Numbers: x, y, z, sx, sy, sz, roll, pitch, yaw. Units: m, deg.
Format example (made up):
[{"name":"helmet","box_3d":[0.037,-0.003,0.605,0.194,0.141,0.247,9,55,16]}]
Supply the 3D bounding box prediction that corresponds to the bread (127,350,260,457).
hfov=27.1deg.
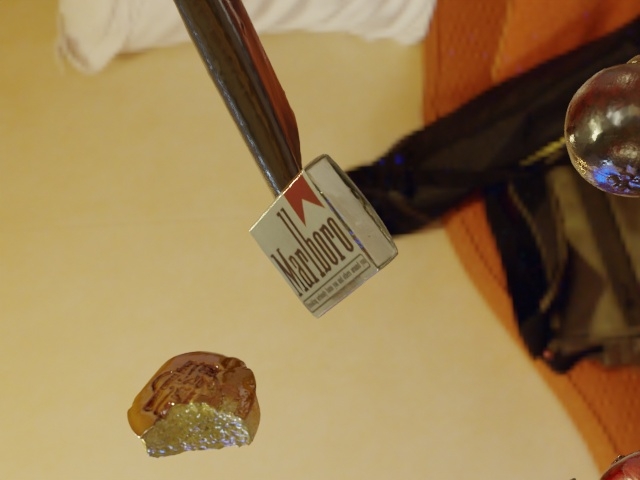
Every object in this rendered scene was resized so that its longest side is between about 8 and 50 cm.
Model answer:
[{"name":"bread","box_3d":[-0.150,0.194,1.594,0.125,0.156,0.086,-100,-2,-50]}]

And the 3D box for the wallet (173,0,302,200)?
[{"name":"wallet","box_3d":[-0.118,-0.254,1.720,0.228,0.062,0.406,-101,-11,-51]}]

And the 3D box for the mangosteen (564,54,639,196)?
[{"name":"mangosteen","box_3d":[0.324,-0.121,1.358,0.152,0.152,0.152,177,90,-85]}]

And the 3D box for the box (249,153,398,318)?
[{"name":"box","box_3d":[0.000,0.000,1.242,0.115,0.036,0.177,54,154,3]}]

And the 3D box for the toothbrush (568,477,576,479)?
[{"name":"toothbrush","box_3d":[0.231,0.250,1.290,0.014,0.011,0.167,55,-163,13]}]

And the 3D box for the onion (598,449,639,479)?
[{"name":"onion","box_3d":[0.357,0.286,1.440,0.131,0.131,0.131,177,90,-85]}]
